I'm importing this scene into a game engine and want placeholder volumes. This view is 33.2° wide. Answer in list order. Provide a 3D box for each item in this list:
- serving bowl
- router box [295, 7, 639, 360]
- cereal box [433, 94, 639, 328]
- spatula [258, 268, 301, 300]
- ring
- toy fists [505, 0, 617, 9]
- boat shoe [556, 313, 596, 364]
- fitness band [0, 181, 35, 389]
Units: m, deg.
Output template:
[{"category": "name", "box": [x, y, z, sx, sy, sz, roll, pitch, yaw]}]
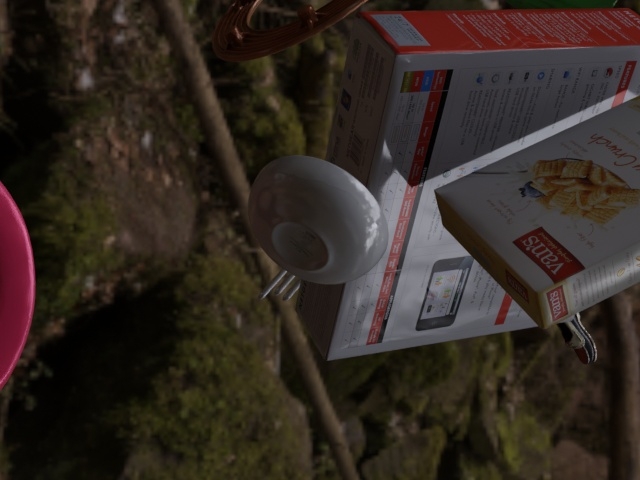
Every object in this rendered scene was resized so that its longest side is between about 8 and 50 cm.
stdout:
[{"category": "serving bowl", "box": [-0.006, -0.005, 0.588, 0.083, 0.083, 0.027, 92, 23, -44]}, {"category": "router box", "box": [0.150, -0.052, 1.034, 0.082, 0.301, 0.335, -124, -143, -46]}, {"category": "cereal box", "box": [0.237, -0.037, 0.882, 0.173, 0.240, 0.047, 52, -17, 52]}, {"category": "spatula", "box": [0.000, 0.000, 1.655, 0.242, 0.019, 0.168, -48, -165, -14]}, {"category": "ring", "box": [-0.011, -0.358, 1.454, 0.032, 0.336, 0.336, 56, 17, -29]}, {"category": "toy fists", "box": [0.320, -0.366, 1.275, 0.279, 0.142, 0.096, 134, -34, -57]}, {"category": "boat shoe", "box": [0.446, 0.166, 1.901, 0.049, 0.043, 0.137, 1, -58, 59]}, {"category": "fitness band", "box": [-0.307, 0.020, 0.591, 0.054, 0.291, 0.209, -38, -130, 56]}]
